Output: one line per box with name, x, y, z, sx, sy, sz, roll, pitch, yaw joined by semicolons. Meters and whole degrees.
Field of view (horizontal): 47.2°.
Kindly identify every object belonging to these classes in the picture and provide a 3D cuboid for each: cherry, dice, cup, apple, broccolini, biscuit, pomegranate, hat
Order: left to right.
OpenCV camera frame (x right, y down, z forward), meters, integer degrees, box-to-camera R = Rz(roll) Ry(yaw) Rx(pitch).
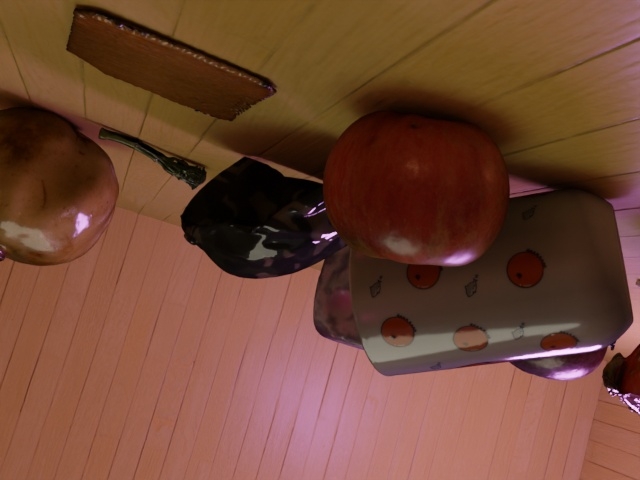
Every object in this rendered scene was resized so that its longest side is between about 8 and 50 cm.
pomegranate;-0.570;-0.097;1.450;0.332;0.333;0.332;16;173;2
broccolini;-0.327;-0.163;1.445;0.239;0.054;0.051;25;-176;-38
biscuit;-0.191;-0.207;0.900;0.236;0.013;0.232;20;173;-21
hat;0.000;0.000;1.180;0.381;0.257;0.366;37;179;-22
dice;0.154;0.120;1.635;0.270;0.271;0.270;14;172;19
apple;0.103;-0.057;0.808;0.209;0.164;0.209;8;-178;0
cup;0.220;0.052;0.940;0.317;0.212;0.212;-11;162;23
cherry;0.491;0.188;1.579;0.261;0.221;0.307;29;174;36

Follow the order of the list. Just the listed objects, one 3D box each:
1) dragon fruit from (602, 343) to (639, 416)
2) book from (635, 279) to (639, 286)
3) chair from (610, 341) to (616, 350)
dragon fruit;0.674;0.209;1.212;0.314;0.263;0.296;34;167;-23
book;0.687;0.109;1.392;0.118;0.012;0.172;10;171;46
chair;0.670;0.201;1.777;0.113;0.106;0.229;13;171;20
